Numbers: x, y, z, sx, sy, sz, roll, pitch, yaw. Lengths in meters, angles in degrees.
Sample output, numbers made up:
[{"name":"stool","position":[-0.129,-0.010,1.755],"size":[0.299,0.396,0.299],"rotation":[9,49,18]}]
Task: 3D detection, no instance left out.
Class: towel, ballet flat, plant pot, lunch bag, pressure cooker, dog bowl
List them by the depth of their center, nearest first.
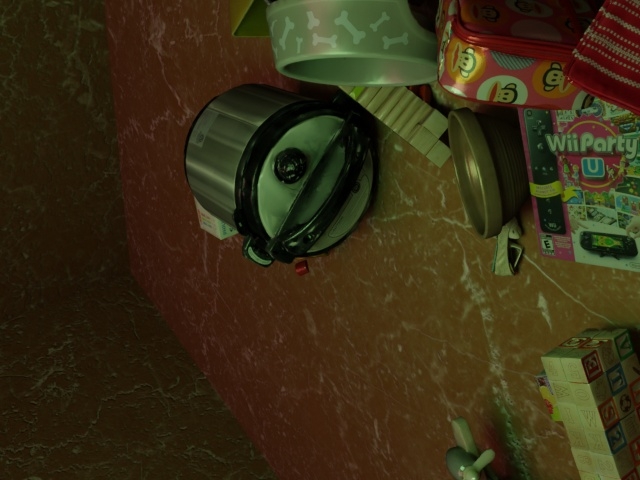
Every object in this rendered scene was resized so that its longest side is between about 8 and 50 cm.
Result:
[{"name":"towel","position":[0.443,-0.266,0.838],"size":[0.199,0.031,0.274],"rotation":[32,96,11]},{"name":"lunch bag","position":[0.300,-0.296,1.015],"size":[0.293,0.258,0.120],"rotation":[-83,1,-49]},{"name":"dog bowl","position":[0.074,-0.345,1.249],"size":[0.349,0.349,0.102],"rotation":[6,95,57]},{"name":"plant pot","position":[0.309,-0.128,1.252],"size":[0.237,0.110,0.237],"rotation":[-13,-90,-87]},{"name":"ballet flat","position":[0.365,-0.003,1.366],"size":[0.052,0.057,0.168],"rotation":[11,128,23]},{"name":"plant pot","position":[-0.085,-0.581,1.540],"size":[0.212,0.212,0.187],"rotation":[-33,68,60]},{"name":"pressure cooker","position":[-0.081,-0.155,1.640],"size":[0.420,0.376,0.369],"rotation":[28,129,49]}]

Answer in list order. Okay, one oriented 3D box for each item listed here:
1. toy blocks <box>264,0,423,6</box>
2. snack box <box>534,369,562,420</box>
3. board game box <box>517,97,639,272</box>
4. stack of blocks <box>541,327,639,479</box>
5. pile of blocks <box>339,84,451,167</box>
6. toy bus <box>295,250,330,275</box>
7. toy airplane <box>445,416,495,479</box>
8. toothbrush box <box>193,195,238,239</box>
[{"name":"toy blocks","position":[0.098,-0.488,1.254],"size":[0.289,0.309,0.260],"rotation":[21,170,42]},{"name":"snack box","position":[0.493,0.298,1.369],"size":[0.141,0.037,0.100],"rotation":[-26,89,60]},{"name":"board game box","position":[0.440,-0.115,1.113],"size":[0.224,0.097,0.303],"rotation":[11,118,55]},{"name":"stack of blocks","position":[0.510,0.304,1.212],"size":[0.087,0.171,0.297],"rotation":[-12,99,60]},{"name":"pile of blocks","position":[0.153,-0.297,1.463],"size":[0.362,0.149,0.112],"rotation":[43,101,20]},{"name":"toy bus","position":[-0.010,-0.004,1.896],"size":[0.202,0.191,0.104],"rotation":[46,-173,33]},{"name":"toy airplane","position":[0.372,0.624,1.553],"size":[0.386,0.272,0.384],"rotation":[47,145,30]},{"name":"toothbrush box","position":[-0.195,-0.154,1.911],"size":[0.122,0.283,0.206],"rotation":[25,131,49]}]
